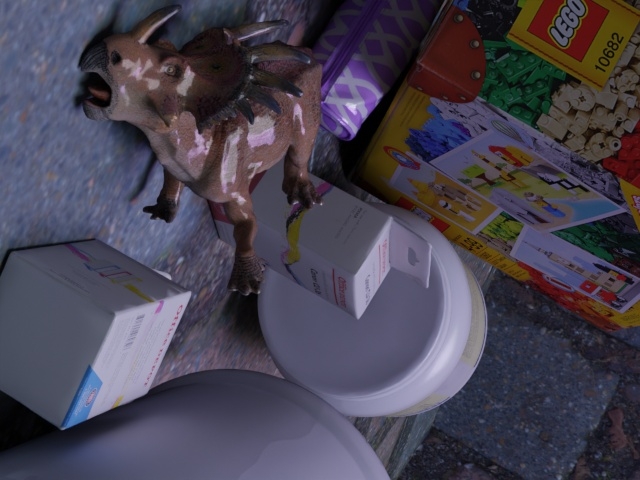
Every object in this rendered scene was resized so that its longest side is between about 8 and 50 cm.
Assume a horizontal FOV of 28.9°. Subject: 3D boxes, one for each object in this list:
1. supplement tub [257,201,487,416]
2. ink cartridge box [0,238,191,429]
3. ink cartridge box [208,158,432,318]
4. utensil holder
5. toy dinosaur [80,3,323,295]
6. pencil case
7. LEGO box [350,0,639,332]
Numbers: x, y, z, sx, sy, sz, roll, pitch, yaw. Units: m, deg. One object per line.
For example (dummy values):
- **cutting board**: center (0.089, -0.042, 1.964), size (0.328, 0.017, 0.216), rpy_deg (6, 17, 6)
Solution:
- **supplement tub**: center (0.064, 0.084, 1.427), size (0.235, 0.235, 0.325), rpy_deg (-61, 165, -1)
- **ink cartridge box**: center (-0.166, 0.062, 0.892), size (0.092, 0.090, 0.143), rpy_deg (-64, 166, 11)
- **ink cartridge box**: center (0.000, 0.000, 1.126), size (0.067, 0.198, 0.115), rpy_deg (-57, 164, -18)
- **utensil holder**: center (-0.140, 0.289, 0.957), size (0.328, 0.327, 0.385), rpy_deg (-65, 163, 13)
- **toy dinosaur**: center (-0.054, -0.100, 0.930), size (0.296, 0.127, 0.200), rpy_deg (-49, 155, -57)
- **pencil case**: center (0.048, -0.193, 1.154), size (0.206, 0.086, 0.088), rpy_deg (-59, 173, -7)
- **LEGO box**: center (0.258, -0.095, 1.263), size (0.193, 0.372, 0.500), rpy_deg (-60, 179, -10)
